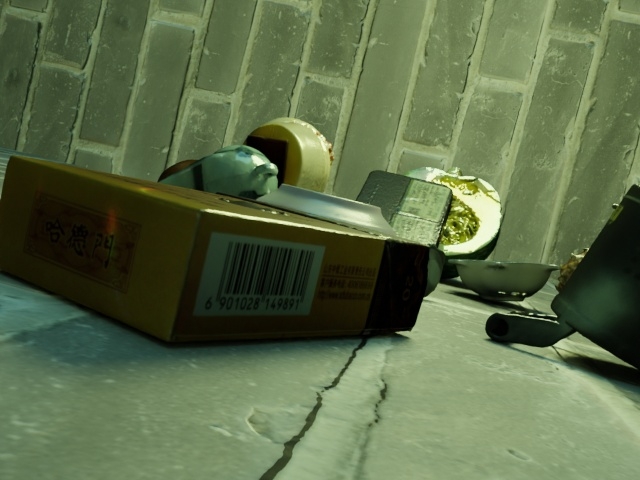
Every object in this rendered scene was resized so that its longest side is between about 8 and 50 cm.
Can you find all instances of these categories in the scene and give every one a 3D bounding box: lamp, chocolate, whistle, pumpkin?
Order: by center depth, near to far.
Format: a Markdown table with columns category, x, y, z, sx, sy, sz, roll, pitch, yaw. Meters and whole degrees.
| category | x | y | z | sx | sy | sz | roll | pitch | yaw |
| --- | --- | --- | --- | --- | --- | --- | --- | --- | --- |
| lamp | 0.447 | 0.048 | 1.036 | 0.374 | 0.272 | 0.205 | 15 | 2 | 25 |
| whistle | -0.182 | -0.100 | 1.498 | 0.164 | 0.163 | 0.290 | 10 | -20 | -41 |
| pumpkin | 0.297 | -0.031 | 1.932 | 0.293 | 0.263 | 0.197 | 20 | -25 | 14 |
| chocolate | -0.358 | -0.147 | 2.087 | 0.177 | 0.176 | 0.177 | 13 | 3 | -1 |

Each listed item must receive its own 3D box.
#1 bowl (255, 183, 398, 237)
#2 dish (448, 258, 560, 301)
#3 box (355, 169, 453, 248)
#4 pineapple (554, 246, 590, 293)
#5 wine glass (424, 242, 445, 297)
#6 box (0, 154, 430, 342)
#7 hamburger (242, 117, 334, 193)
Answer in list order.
| category | x | y | z | sx | sy | sz | roll | pitch | yaw |
| --- | --- | --- | --- | --- | --- | --- | --- | --- | --- |
| bowl | 0.000 | 0.000 | 1.184 | 0.287 | 0.143 | 0.287 | 14 | 3 | -1 |
| dish | 0.387 | 0.086 | 1.631 | 0.237 | 0.086 | 0.228 | 2 | -1 | 7 |
| box | 0.170 | -0.038 | 1.726 | 0.211 | 0.058 | 0.350 | 15 | 36 | 12 |
| pineapple | 0.611 | 0.125 | 1.601 | 0.175 | 0.175 | 0.361 | 16 | -8 | 41 |
| wine glass | 0.115 | 0.032 | 1.426 | 0.103 | 0.103 | 0.222 | 10 | 5 | -45 |
| box | -0.089 | 0.015 | 0.819 | 0.264 | 0.115 | 0.415 | 14 | 4 | 35 |
| hamburger | -0.098 | -0.141 | 1.820 | 0.227 | 0.295 | 0.151 | 28 | 18 | 22 |
